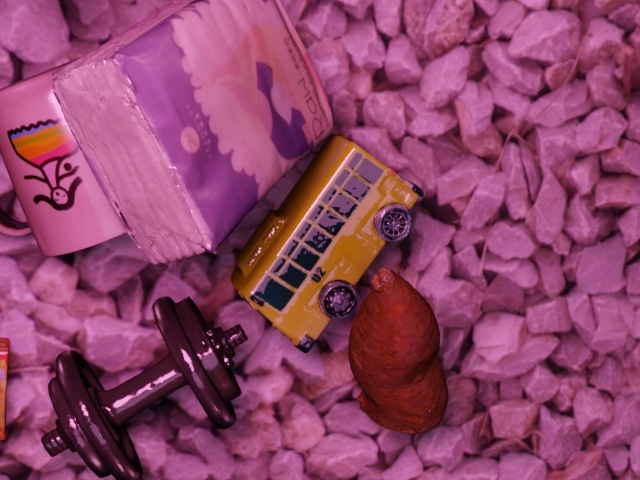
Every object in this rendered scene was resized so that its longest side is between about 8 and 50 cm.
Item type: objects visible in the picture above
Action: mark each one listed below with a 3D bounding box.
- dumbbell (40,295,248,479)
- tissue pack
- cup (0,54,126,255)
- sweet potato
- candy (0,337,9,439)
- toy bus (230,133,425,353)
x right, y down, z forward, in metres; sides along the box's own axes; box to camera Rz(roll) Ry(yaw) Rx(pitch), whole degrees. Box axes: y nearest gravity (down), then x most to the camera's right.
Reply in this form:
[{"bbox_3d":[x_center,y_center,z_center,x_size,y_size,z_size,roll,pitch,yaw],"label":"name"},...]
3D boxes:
[{"bbox_3d":[-0.221,0.191,1.454,0.290,0.192,0.192,-30,108,-5],"label":"dumbbell"},{"bbox_3d":[-0.129,-0.158,1.327,0.125,0.343,0.242,-15,111,35],"label":"tissue pack"},{"bbox_3d":[-0.313,-0.102,1.378,0.253,0.191,0.200,-17,104,19],"label":"cup"},{"bbox_3d":[0.093,0.125,1.479,0.131,0.131,0.336,-23,140,-7],"label":"sweet potato"},{"bbox_3d":[-0.423,0.191,1.473,0.038,0.062,0.122,3,102,-15],"label":"candy"},{"bbox_3d":[0.000,0.000,1.492,0.150,0.128,0.262,36,92,-17],"label":"toy bus"}]
